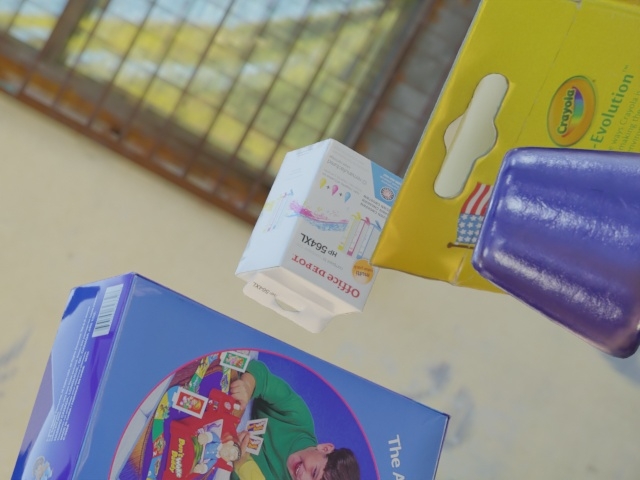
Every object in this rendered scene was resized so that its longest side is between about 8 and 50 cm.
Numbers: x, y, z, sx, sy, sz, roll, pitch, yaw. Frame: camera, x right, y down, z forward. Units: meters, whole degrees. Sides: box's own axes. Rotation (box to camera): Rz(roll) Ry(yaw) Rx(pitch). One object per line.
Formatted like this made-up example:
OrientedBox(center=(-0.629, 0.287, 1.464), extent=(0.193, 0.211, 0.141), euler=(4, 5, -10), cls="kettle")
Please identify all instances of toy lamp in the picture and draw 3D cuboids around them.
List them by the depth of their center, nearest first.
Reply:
OrientedBox(center=(0.191, 0.028, 0.664), extent=(0.080, 0.275, 0.080), euler=(16, -90, -86), cls="toy lamp")

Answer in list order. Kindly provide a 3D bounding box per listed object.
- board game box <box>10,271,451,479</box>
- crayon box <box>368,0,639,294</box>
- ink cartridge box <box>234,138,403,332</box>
OrientedBox(center=(-0.075, 0.223, 1.028), extent=(0.078, 0.233, 0.347), euler=(-14, 55, 54), cls="board game box")
OrientedBox(center=(0.199, -0.057, 1.092), extent=(0.081, 0.318, 0.202), euler=(-109, 35, -52), cls="crayon box")
OrientedBox(center=(0.000, 0.000, 1.594), extent=(0.090, 0.092, 0.143), euler=(-14, 51, 61), cls="ink cartridge box")
